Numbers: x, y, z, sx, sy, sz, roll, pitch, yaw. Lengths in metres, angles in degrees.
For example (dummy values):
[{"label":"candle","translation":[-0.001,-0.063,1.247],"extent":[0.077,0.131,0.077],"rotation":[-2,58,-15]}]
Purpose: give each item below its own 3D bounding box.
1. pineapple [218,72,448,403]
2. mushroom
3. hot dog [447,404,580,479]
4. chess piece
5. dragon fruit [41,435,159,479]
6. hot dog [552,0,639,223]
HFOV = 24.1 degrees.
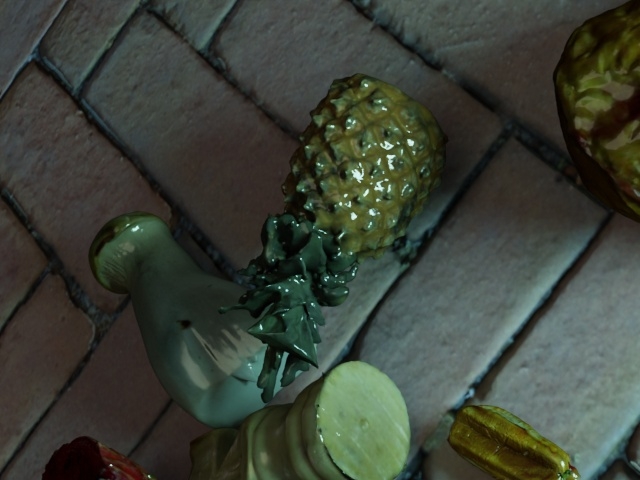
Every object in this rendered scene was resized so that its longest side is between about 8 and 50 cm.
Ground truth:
[{"label":"pineapple","translation":[0.000,0.000,1.528],"extent":[0.169,0.169,0.340],"rotation":[16,69,44]},{"label":"mushroom","translation":[-0.147,0.078,1.711],"extent":[0.159,0.122,0.329],"rotation":[-29,45,-17]},{"label":"hot dog","translation":[0.181,0.198,1.406],"extent":[0.144,0.038,0.062],"rotation":[24,86,42]},{"label":"chess piece","translation":[-0.048,0.234,1.552],"extent":[0.301,0.137,0.137],"rotation":[-32,52,41]},{"label":"dragon fruit","translation":[-0.238,0.349,1.649],"extent":[0.205,0.152,0.317],"rotation":[44,117,61]},{"label":"hot dog","translation":[0.396,-0.152,1.285],"extent":[0.387,0.174,0.267],"rotation":[-21,61,23]}]
